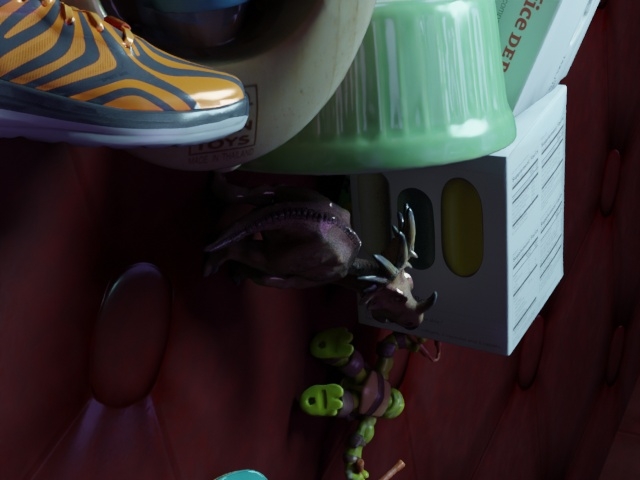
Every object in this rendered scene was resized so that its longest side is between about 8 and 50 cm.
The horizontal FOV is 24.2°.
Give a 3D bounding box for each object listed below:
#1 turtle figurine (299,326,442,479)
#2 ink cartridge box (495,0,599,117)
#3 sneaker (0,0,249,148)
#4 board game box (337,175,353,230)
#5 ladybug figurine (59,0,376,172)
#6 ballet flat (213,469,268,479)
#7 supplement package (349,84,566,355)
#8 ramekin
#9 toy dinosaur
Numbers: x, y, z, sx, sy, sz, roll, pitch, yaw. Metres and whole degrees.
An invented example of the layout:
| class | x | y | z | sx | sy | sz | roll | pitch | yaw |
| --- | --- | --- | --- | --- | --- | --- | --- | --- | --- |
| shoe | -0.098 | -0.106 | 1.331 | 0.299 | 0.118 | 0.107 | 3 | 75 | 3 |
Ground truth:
| class | x | y | z | sx | sy | sz | roll | pitch | yaw |
| --- | --- | --- | --- | --- | --- | --- | --- | --- | --- |
| turtle figurine | 0.056 | 0.176 | 1.865 | 0.217 | 0.087 | 0.269 | 35 | 76 | -56 |
| ink cartridge box | 0.155 | -0.291 | 1.600 | 0.197 | 0.270 | 0.198 | -37 | 152 | -56 |
| sneaker | -0.185 | -0.159 | 1.011 | 0.321 | 0.124 | 0.180 | 2 | 98 | -34 |
| board game box | 0.106 | -0.110 | 1.906 | 0.213 | 0.046 | 0.317 | 45 | 59 | -61 |
| ladybug figurine | -0.104 | -0.266 | 1.147 | 0.162 | 0.305 | 0.449 | -126 | -149 | -58 |
| ballet flat | -0.123 | 0.312 | 1.572 | 0.206 | 0.073 | 0.067 | -34 | 157 | -55 |
| supplement package | 0.164 | -0.040 | 1.762 | 0.198 | 0.199 | 0.263 | -47 | 140 | -49 |
| ramekin | 0.033 | -0.164 | 1.427 | 0.303 | 0.303 | 0.148 | -28 | 118 | -60 |
| toy dinosaur | 0.000 | 0.000 | 1.525 | 0.295 | 0.200 | 0.127 | 26 | 76 | -65 |
